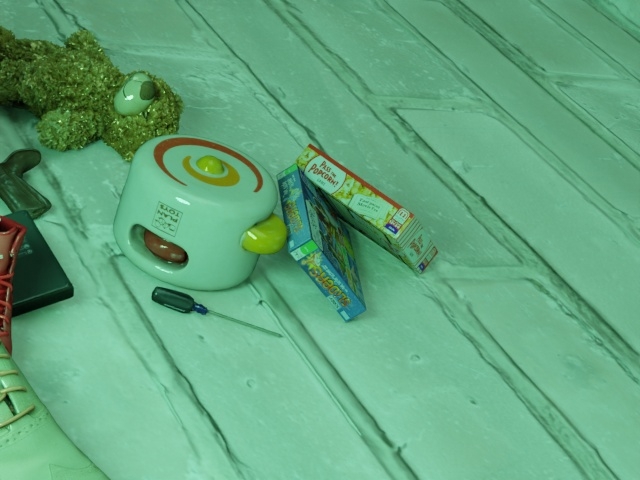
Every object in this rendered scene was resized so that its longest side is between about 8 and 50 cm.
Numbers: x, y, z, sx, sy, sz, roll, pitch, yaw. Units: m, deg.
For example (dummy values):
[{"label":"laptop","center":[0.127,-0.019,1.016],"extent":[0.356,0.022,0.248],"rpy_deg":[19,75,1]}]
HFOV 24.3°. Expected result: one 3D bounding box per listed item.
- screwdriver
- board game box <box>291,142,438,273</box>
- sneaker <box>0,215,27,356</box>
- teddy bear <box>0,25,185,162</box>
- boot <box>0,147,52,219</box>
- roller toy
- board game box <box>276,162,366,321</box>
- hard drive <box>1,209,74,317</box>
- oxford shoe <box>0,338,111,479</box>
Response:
[{"label":"screwdriver","center":[-0.126,0.093,1.814],"extent":[0.170,0.025,0.024],"rpy_deg":[24,26,-13]},{"label":"board game box","center":[0.062,-0.042,2.064],"extent":[0.193,0.045,0.147],"rpy_deg":[36,-6,25]},{"label":"sneaker","center":[-0.358,0.058,1.568],"extent":[0.087,0.128,0.221],"rpy_deg":[5,42,-21]},{"label":"teddy bear","center":[-0.357,-0.221,2.111],"extent":[0.338,0.113,0.245],"rpy_deg":[29,31,15]},{"label":"boot","center":[-0.372,-0.069,1.906],"extent":[0.106,0.037,0.114],"rpy_deg":[-27,49,-38]},{"label":"roller toy","center":[-0.156,-0.041,1.885],"extent":[0.191,0.146,0.209],"rpy_deg":[5,32,-27]},{"label":"board game box","center":[0.000,0.000,1.957],"extent":[0.136,0.035,0.201],"rpy_deg":[52,14,-28]},{"label":"hard drive","center":[-0.355,0.027,1.716],"extent":[0.094,0.022,0.135],"rpy_deg":[-19,53,-26]},{"label":"oxford shoe","center":[-0.329,0.164,1.401],"extent":[0.397,0.146,0.140],"rpy_deg":[31,29,17]}]
